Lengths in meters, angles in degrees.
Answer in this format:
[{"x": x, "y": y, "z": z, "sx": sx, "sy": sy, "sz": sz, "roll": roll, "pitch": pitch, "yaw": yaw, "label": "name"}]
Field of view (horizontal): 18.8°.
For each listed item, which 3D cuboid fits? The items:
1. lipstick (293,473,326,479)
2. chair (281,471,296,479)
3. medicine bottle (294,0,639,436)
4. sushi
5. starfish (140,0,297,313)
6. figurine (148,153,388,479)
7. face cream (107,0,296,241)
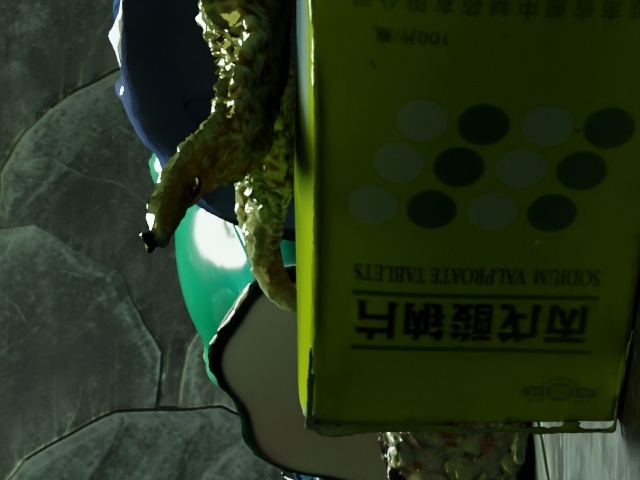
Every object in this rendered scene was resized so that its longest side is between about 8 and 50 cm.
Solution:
[{"x": 0.059, "y": 0.268, "z": 1.330, "sx": 0.051, "sy": 0.051, "sz": 0.312, "roll": 105, "pitch": 147, "yaw": -49, "label": "lipstick"}, {"x": 0.038, "y": 0.308, "z": 1.448, "sx": 0.172, "sy": 0.247, "sz": 0.159, "roll": -41, "pitch": -41, "yaw": -51, "label": "chair"}, {"x": 0.057, "y": -0.050, "z": 0.791, "sx": 0.141, "sy": 0.137, "sz": 0.250, "roll": -93, "pitch": 2, "yaw": -49, "label": "medicine bottle"}, {"x": 0.078, "y": 0.117, "z": 1.143, "sx": 0.078, "sy": 0.090, "sz": 0.150, "roll": 83, "pitch": -176, "yaw": -63, "label": "sushi"}, {"x": -0.053, "y": -0.146, "z": 0.857, "sx": 0.347, "sy": 0.078, "sz": 0.358, "roll": 9, "pitch": -111, "yaw": -77, "label": "starfish"}, {"x": 0.000, "y": 0.000, "z": 1.415, "sx": 0.231, "sy": 0.323, "sz": 0.340, "roll": -42, "pitch": 27, "yaw": 19, "label": "figurine"}, {"x": -0.002, "y": -0.151, "z": 1.173, "sx": 0.225, "sy": 0.249, "sz": 0.249, "roll": -100, "pitch": 9, "yaw": -62, "label": "face cream"}]
